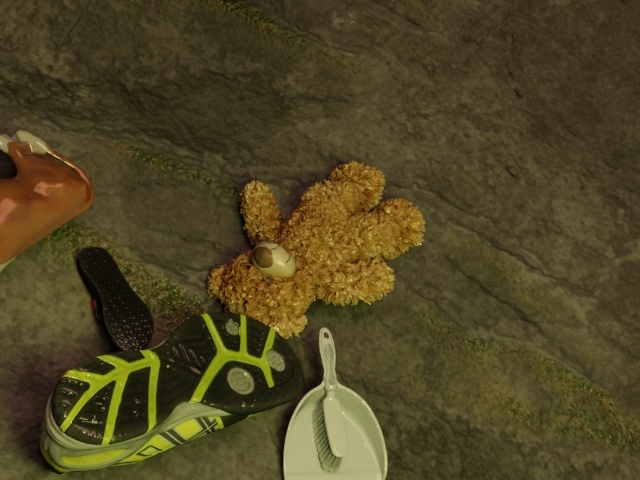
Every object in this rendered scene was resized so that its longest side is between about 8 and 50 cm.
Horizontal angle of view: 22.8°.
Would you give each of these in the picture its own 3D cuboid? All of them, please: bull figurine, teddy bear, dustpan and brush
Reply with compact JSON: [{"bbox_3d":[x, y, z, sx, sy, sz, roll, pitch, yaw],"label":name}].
[{"bbox_3d":[-0.445,-0.027,2.060,0.310,0.101,0.188,-35,77,-32],"label":"bull figurine"},{"bbox_3d":[0.000,0.000,2.213,0.338,0.113,0.245,-17,68,-28],"label":"teddy bear"},{"bbox_3d":[0.013,0.223,2.122,0.147,0.060,0.211,1,63,-21],"label":"dustpan and brush"}]

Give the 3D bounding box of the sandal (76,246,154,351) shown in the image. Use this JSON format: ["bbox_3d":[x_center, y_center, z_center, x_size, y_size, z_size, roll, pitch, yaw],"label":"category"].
[{"bbox_3d":[-0.274,0.085,2.108,0.067,0.040,0.179,-9,52,-31],"label":"sandal"}]

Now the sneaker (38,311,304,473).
[{"bbox_3d":[-0.193,0.195,2.017,0.384,0.147,0.145,-8,63,-38],"label":"sneaker"}]
